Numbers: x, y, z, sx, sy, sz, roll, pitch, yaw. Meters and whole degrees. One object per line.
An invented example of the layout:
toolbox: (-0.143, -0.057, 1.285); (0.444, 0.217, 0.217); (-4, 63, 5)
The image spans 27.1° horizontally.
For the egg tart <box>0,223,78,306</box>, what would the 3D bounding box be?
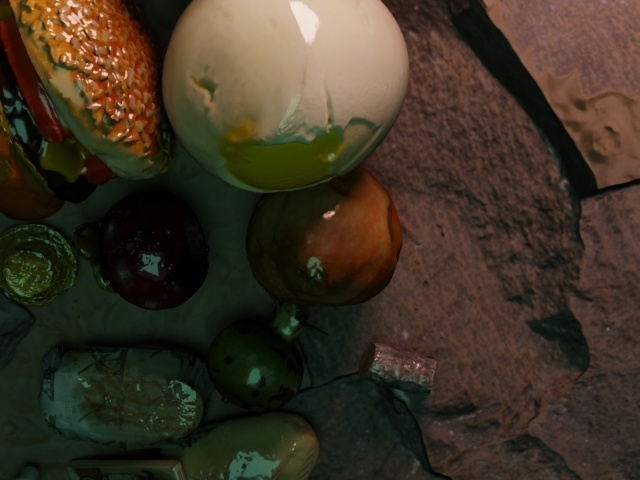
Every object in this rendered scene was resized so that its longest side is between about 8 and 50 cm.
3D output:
egg tart: (-0.406, 0.039, 1.885); (0.130, 0.052, 0.130); (0, 108, -1)

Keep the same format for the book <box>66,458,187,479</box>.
book: (-0.258, 0.448, 2.008); (0.202, 0.027, 0.264); (-5, 113, 28)

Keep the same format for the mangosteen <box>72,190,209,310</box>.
mangosteen: (-0.243, 0.016, 1.829); (0.180, 0.166, 0.166); (-9, 113, 31)

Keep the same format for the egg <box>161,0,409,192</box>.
egg: (-0.034, -0.206, 1.652); (0.283, 0.345, 0.283); (9, 106, 33)

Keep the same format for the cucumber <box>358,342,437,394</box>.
cucumber: (0.116, 0.190, 1.934); (0.112, 0.064, 0.064); (18, 110, -10)

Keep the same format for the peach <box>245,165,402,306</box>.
peach: (0.000, 0.000, 1.774); (0.214, 0.235, 0.214); (2, 104, 7)

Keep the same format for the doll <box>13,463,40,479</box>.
doll: (-0.507, 0.405, 2.018); (0.159, 0.059, 0.158); (4, 110, -2)

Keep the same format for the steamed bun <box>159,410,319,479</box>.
steamed bun: (-0.103, 0.344, 1.969); (0.231, 0.110, 0.212); (40, 106, -16)

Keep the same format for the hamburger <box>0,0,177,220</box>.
hamburger: (-0.330, -0.200, 1.655); (0.250, 0.330, 0.330); (-18, 109, 6)

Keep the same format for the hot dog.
hot dog: (-0.285, 0.225, 1.941); (0.270, 0.082, 0.162); (3, 102, 7)

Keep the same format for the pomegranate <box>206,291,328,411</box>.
pomegranate: (-0.083, 0.162, 1.894); (0.148, 0.148, 0.169); (38, 72, -13)
